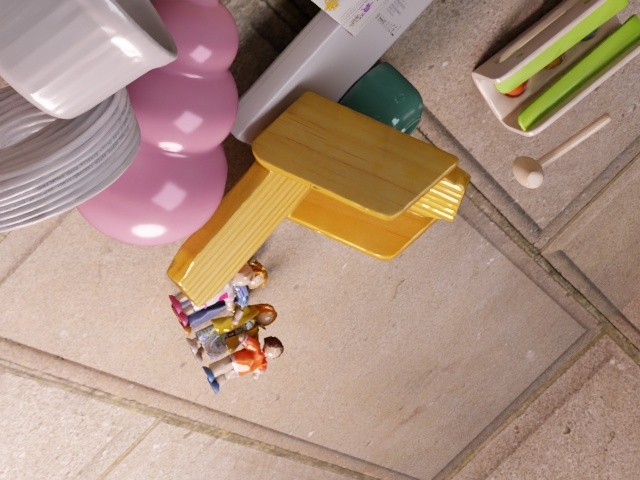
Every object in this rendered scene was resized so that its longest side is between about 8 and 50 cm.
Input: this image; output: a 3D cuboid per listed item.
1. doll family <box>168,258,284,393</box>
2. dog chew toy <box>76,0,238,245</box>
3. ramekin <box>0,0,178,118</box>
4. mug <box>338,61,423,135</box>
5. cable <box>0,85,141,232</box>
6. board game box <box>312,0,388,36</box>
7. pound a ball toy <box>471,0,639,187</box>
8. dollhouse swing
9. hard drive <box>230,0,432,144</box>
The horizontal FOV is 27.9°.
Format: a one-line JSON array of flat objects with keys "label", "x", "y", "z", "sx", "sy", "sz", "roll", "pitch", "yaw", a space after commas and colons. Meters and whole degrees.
[{"label": "doll family", "x": -0.150, "y": 0.112, "z": 2.101, "sx": 0.163, "sy": 0.118, "sz": 0.263, "roll": -28, "pitch": 130, "yaw": -11}, {"label": "dog chew toy", "x": -0.194, "y": -0.160, "z": 1.590, "sx": 0.207, "sy": 0.207, "sz": 0.331, "roll": -8, "pitch": 128, "yaw": -44}, {"label": "ramekin", "x": -0.280, "y": -0.254, "z": 1.287, "sx": 0.135, "sy": 0.277, "sz": 0.277, "roll": -36, "pitch": 151, "yaw": 6}, {"label": "mug", "x": 0.093, "y": -0.187, "z": 1.944, "sx": 0.129, "sy": 0.097, "sz": 0.158, "roll": -46, "pitch": 171, "yaw": 4}, {"label": "cable", "x": -0.324, "y": -0.099, "z": 1.422, "sx": 0.257, "sy": 0.257, "sz": 0.089, "roll": -27, "pitch": 121, "yaw": -9}, {"label": "board game box", "x": -0.011, "y": -0.386, "z": 1.546, "sx": 0.144, "sy": 0.142, "sz": 0.275, "roll": -46, "pitch": 150, "yaw": 9}, {"label": "pound a ball toy", "x": 0.398, "y": -0.266, "z": 2.156, "sx": 0.319, "sy": 0.136, "sz": 0.208, "roll": -39, "pitch": 115, "yaw": -4}, {"label": "dollhouse swing", "x": 0.000, "y": 0.000, "z": 1.826, "sx": 0.347, "sy": 0.315, "sz": 0.304, "roll": 86, "pitch": 29, "yaw": -79}, {"label": "hard drive", "x": 0.027, "y": -0.267, "z": 1.788, "sx": 0.353, "sy": 0.047, "sz": 0.233, "roll": -47, "pitch": 167, "yaw": 8}]
